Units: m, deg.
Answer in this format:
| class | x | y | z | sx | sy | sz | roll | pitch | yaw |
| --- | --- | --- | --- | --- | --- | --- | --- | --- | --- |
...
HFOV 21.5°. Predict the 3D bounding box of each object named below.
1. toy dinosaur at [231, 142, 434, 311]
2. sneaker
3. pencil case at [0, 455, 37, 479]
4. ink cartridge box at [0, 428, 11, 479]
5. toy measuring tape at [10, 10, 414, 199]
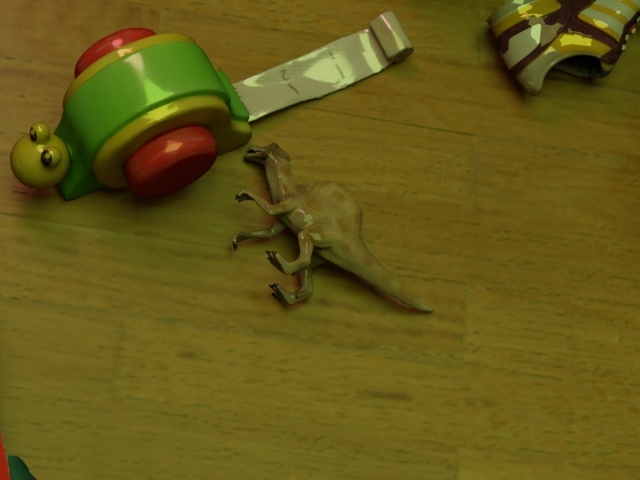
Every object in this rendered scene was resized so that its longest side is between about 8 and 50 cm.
| class | x | y | z | sx | sy | sz | roll | pitch | yaw |
| --- | --- | --- | --- | --- | --- | --- | --- | --- | --- |
| toy dinosaur | 0.000 | 0.000 | 1.218 | 0.183 | 0.053 | 0.092 | 45 | 65 | 8 |
| sneaker | 0.225 | -0.173 | 1.334 | 0.185 | 0.069 | 0.084 | -22 | 83 | -13 |
| pencil case | -0.186 | 0.215 | 1.085 | 0.070 | 0.064 | 0.152 | -37 | 78 | 16 |
| ink cartridge box | -0.343 | 0.084 | 1.065 | 0.275 | 0.060 | 0.239 | -8 | 48 | -15 |
| toy measuring tape | -0.069 | -0.115 | 1.216 | 0.330 | 0.121 | 0.121 | -23 | 75 | -20 |
